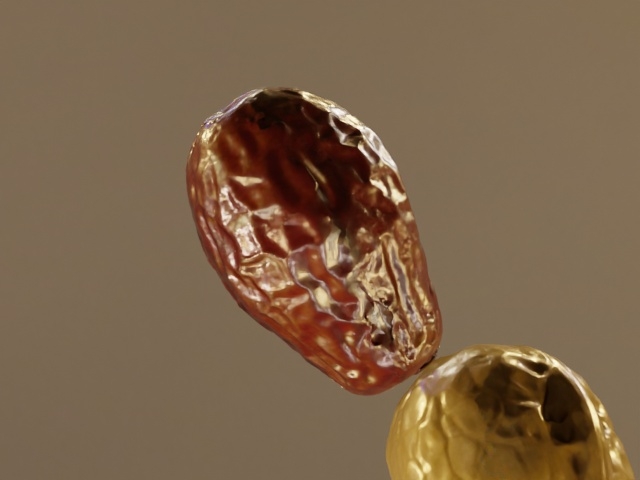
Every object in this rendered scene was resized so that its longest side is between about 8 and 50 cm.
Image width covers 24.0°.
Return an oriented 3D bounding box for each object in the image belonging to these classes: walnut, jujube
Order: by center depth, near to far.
[{"bbox_3d":[0.128,0.160,0.984,0.159,0.159,0.206,-8,-138,-8],"label":"walnut"},{"bbox_3d":[0.000,0.000,1.341,0.197,0.290,0.197,-32,-169,7],"label":"jujube"}]
